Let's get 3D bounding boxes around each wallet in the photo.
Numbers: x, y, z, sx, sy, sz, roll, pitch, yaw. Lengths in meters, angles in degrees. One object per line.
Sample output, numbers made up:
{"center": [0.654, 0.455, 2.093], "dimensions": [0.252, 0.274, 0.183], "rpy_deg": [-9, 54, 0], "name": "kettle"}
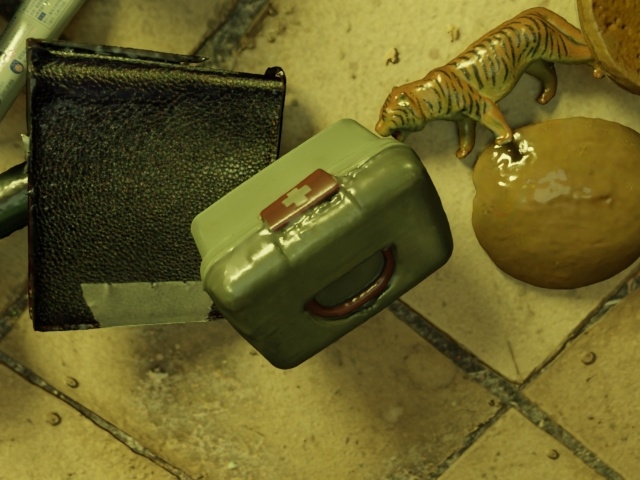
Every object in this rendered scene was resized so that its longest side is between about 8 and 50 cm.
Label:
{"center": [-0.154, -0.041, 0.557], "dimensions": [0.221, 0.071, 0.262], "rpy_deg": [-2, 113, -27], "name": "wallet"}

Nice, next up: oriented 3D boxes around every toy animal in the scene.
{"center": [0.167, -0.149, 0.563], "dimensions": [0.241, 0.057, 0.099], "rpy_deg": [-34, 106, 9], "name": "toy animal"}

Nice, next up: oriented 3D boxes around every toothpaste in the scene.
{"center": [-0.252, -0.178, 0.522], "dimensions": [0.052, 0.033, 0.218], "rpy_deg": [31, 83, -11], "name": "toothpaste"}

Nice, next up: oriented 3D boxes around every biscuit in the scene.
{"center": [0.313, -0.218, 0.532], "dimensions": [0.208, 0.049, 0.180], "rpy_deg": [-22, 99, -10], "name": "biscuit"}

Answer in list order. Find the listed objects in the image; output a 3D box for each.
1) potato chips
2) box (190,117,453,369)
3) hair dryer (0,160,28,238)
{"center": [0.257, -0.034, 0.603], "dimensions": [0.208, 0.062, 0.195], "rpy_deg": [39, 104, -15], "name": "potato chips"}
{"center": [0.000, 0.000, 0.538], "dimensions": [0.210, 0.129, 0.148], "rpy_deg": [-35, 130, -4], "name": "box"}
{"center": [-0.353, -0.060, 0.559], "dimensions": [0.303, 0.116, 0.244], "rpy_deg": [-28, 107, -5], "name": "hair dryer"}
